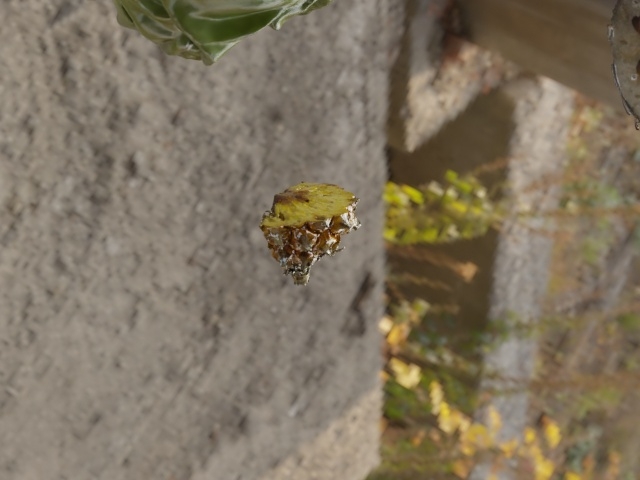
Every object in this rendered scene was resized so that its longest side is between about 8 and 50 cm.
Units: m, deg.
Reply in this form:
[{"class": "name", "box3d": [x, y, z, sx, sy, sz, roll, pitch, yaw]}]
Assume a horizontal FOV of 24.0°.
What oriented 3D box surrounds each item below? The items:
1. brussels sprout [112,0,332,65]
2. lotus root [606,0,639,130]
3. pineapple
[{"class": "brussels sprout", "box3d": [-0.080, -0.424, 1.757, 0.425, 0.342, 0.361, -45, -169, -30]}, {"class": "lotus root", "box3d": [0.484, -0.229, 1.710, 0.192, 0.272, 0.272, -35, 144, -32]}, {"class": "pineapple", "box3d": [-0.002, 0.001, 2.446, 0.250, 0.140, 0.164, -37, 125, -72]}]
